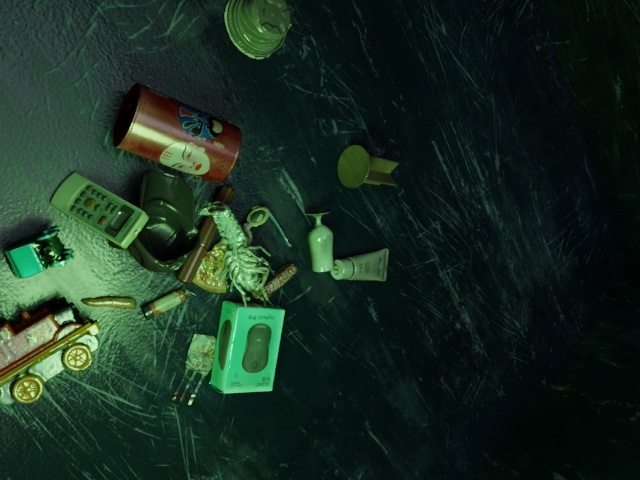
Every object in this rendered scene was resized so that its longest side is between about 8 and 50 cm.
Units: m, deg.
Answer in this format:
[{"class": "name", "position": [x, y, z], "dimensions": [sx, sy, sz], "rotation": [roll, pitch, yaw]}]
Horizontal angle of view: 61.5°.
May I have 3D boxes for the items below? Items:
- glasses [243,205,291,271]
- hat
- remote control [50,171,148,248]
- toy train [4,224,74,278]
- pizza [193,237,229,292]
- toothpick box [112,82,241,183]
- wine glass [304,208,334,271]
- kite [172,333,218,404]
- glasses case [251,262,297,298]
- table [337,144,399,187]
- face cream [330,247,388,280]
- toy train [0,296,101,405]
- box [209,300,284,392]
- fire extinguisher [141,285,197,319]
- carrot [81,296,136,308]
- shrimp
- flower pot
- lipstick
[{"class": "glasses", "position": [-0.192, 0.006, 1.926], "dimensions": [0.220, 0.088, 0.190], "rotation": [42, 72, -31]}, {"class": "hat", "position": [-0.517, -0.038, 1.672], "dimensions": [0.238, 0.208, 0.337], "rotation": [12, 61, -45]}, {"class": "remote control", "position": [-0.633, -0.091, 1.530], "dimensions": [0.123, 0.285, 0.038], "rotation": [-56, 166, -16]}, {"class": "toy train", "position": [-0.767, 0.031, 1.470], "dimensions": [0.154, 0.198, 0.107], "rotation": [-23, 108, -17]}, {"class": "pizza", "position": [-0.358, 0.077, 1.842], "dimensions": [0.185, 0.052, 0.195], "rotation": [32, 79, -35]}, {"class": "toothpick box", "position": [-0.435, -0.320, 1.649], "dimensions": [0.333, 0.204, 0.204], "rotation": [17, 86, -35]}, {"class": "wine glass", "position": [0.000, 0.000, 2.052], "dimensions": [0.103, 0.103, 0.231], "rotation": [-16, 108, -32]}, {"class": "kite", "position": [-0.427, 0.444, 1.860], "dimensions": [0.141, 0.015, 0.245], "rotation": [32, 76, -35]}, {"class": "glasses case", "position": [-0.163, 0.152, 1.972], "dimensions": [0.194, 0.073, 0.049], "rotation": [-36, 109, -26]}, {"class": "table", "position": [0.204, -0.279, 2.139], "dimensions": [0.226, 0.167, 0.167], "rotation": [3, 94, -44]}, {"class": "face cream", "position": [0.172, 0.109, 2.206], "dimensions": [0.314, 0.089, 0.143], "rotation": [-3, 98, -45]}, {"class": "toy train", "position": [-0.805, 0.309, 1.500], "dimensions": [0.369, 0.163, 0.232], "rotation": [-34, 105, -27]}, {"class": "box", "position": [-0.257, 0.377, 1.906], "dimensions": [0.205, 0.118, 0.312], "rotation": [10, 90, -36]}, {"class": "fire extinguisher", "position": [-0.494, 0.203, 1.762], "dimensions": [0.177, 0.050, 0.062], "rotation": [-27, 84, -29]}, {"class": "carrot", "position": [-0.651, 0.191, 1.663], "dimensions": [0.165, 0.035, 0.036], "rotation": [8, 91, -33]}, {"class": "shrimp", "position": [-0.263, 0.057, 1.775], "dimensions": [0.166, 0.221, 0.411], "rotation": [-38, 112, -62]}, {"class": "flower pot", "position": [-0.191, -0.742, 1.805], "dimensions": [0.235, 0.140, 0.236], "rotation": [-7, 101, -35]}, {"class": "lipstick", "position": [-0.379, -0.023, 1.788], "dimensions": [0.057, 0.057, 0.357], "rotation": [35, 69, -33]}]
